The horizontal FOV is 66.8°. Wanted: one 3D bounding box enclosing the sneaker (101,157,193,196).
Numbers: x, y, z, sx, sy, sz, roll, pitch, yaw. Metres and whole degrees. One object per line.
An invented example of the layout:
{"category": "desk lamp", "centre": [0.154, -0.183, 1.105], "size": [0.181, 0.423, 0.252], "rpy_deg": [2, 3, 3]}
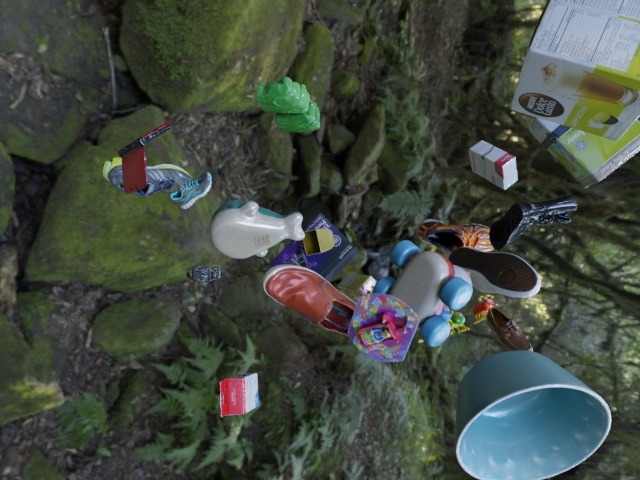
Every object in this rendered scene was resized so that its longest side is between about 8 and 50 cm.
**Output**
{"category": "sneaker", "centre": [-0.563, -0.191, 1.624], "size": [0.300, 0.121, 0.111], "rpy_deg": [1, 125, -38]}

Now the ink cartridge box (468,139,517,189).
{"category": "ink cartridge box", "centre": [0.519, -0.228, 1.458], "size": [0.135, 0.056, 0.099], "rpy_deg": [46, -10, 44]}

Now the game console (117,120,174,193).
{"category": "game console", "centre": [-0.349, -0.167, 0.985], "size": [0.124, 0.144, 0.085], "rpy_deg": [-42, 113, -31]}

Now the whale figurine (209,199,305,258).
{"category": "whale figurine", "centre": [-0.185, -0.047, 1.422], "size": [0.216, 0.272, 0.141], "rpy_deg": [82, 0, -45]}

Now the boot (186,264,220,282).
{"category": "boot", "centre": [-0.526, 0.146, 2.030], "size": [0.198, 0.137, 0.076], "rpy_deg": [24, 63, -69]}

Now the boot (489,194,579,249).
{"category": "boot", "centre": [0.695, -0.055, 1.591], "size": [0.246, 0.207, 0.094], "rpy_deg": [103, -22, -59]}

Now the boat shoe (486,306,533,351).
{"category": "boat shoe", "centre": [0.552, 0.266, 1.431], "size": [0.178, 0.064, 0.060], "rpy_deg": [57, -7, 48]}

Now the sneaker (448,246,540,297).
{"category": "sneaker", "centre": [0.484, 0.098, 1.314], "size": [0.106, 0.290, 0.123], "rpy_deg": [-49, 119, -6]}

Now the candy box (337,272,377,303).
{"category": "candy box", "centre": [0.206, 0.239, 2.153], "size": [0.087, 0.183, 0.316], "rpy_deg": [-47, -171, -12]}

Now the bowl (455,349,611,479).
{"category": "bowl", "centre": [0.419, 0.354, 1.034], "size": [0.163, 0.312, 0.311], "rpy_deg": [-95, -175, -57]}

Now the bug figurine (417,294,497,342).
{"category": "bug figurine", "centre": [0.426, 0.251, 1.556], "size": [0.216, 0.279, 0.072], "rpy_deg": [-49, -127, 50]}

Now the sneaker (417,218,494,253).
{"category": "sneaker", "centre": [0.524, 0.006, 1.782], "size": [0.180, 0.321, 0.124], "rpy_deg": [-106, -158, -75]}

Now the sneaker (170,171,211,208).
{"category": "sneaker", "centre": [-0.429, -0.169, 1.602], "size": [0.076, 0.166, 0.065], "rpy_deg": [22, 34, -53]}

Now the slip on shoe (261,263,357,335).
{"category": "slip on shoe", "centre": [-0.009, 0.166, 1.309], "size": [0.123, 0.331, 0.101], "rpy_deg": [-54, -156, 7]}

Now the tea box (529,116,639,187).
{"category": "tea box", "centre": [1.017, -0.424, 1.779], "size": [0.329, 0.323, 0.220], "rpy_deg": [-41, 168, 12]}

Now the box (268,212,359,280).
{"category": "box", "centre": [-0.022, 0.062, 1.714], "size": [0.261, 0.184, 0.103], "rpy_deg": [-45, 167, 0]}

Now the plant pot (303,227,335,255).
{"category": "plant pot", "centre": [0.000, 0.000, 1.618], "size": [0.083, 0.081, 0.081], "rpy_deg": [-12, 89, -39]}

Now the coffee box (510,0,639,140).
{"category": "coffee box", "centre": [0.773, -0.537, 1.361], "size": [0.338, 0.334, 0.337], "rpy_deg": [-65, 163, -5]}

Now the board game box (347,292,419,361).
{"category": "board game box", "centre": [0.123, 0.190, 1.010], "size": [0.033, 0.133, 0.168], "rpy_deg": [-46, 154, -58]}

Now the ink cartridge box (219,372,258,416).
{"category": "ink cartridge box", "centre": [-0.309, 0.589, 1.861], "size": [0.231, 0.078, 0.134], "rpy_deg": [41, 44, -77]}

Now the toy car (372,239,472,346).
{"category": "toy car", "centre": [0.304, 0.136, 1.248], "size": [0.238, 0.219, 0.210], "rpy_deg": [9, 112, -41]}

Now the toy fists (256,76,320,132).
{"category": "toy fists", "centre": [-0.086, -0.430, 1.560], "size": [0.279, 0.142, 0.096], "rpy_deg": [39, 60, -67]}
